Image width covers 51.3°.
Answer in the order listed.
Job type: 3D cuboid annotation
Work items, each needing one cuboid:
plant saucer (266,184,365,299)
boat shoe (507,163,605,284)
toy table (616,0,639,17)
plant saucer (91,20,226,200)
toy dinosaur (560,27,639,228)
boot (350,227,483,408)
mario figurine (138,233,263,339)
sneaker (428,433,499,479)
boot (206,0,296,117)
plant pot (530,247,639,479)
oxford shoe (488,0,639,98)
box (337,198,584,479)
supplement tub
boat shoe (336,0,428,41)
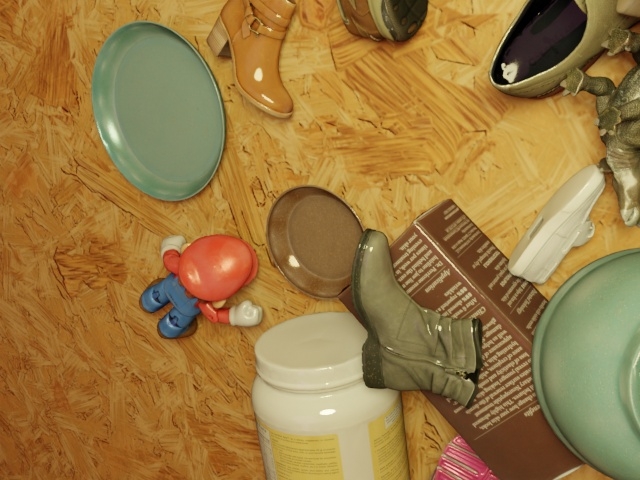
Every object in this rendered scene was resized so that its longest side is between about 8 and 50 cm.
[{"bbox_3d":[0.000,0.000,1.099,0.199,0.036,0.198,13,116,29],"label":"plant saucer"},{"bbox_3d":[0.319,-0.014,0.870,0.063,0.066,0.184,28,117,-3],"label":"boat shoe"},{"bbox_3d":[0.337,-0.326,0.565,0.252,0.161,0.274,24,108,-5],"label":"toy table"},{"bbox_3d":[-0.285,-0.229,1.193,0.318,0.044,0.317,13,116,29],"label":"plant saucer"},{"bbox_3d":[0.378,-0.174,0.733,0.313,0.160,0.121,-63,37,21],"label":"toy dinosaur"},{"bbox_3d":[0.133,0.099,0.866,0.161,0.083,0.246,3,115,25],"label":"boot"},{"bbox_3d":[-0.207,0.077,1.242,0.198,0.170,0.321,29,143,-22],"label":"mario figurine"},{"bbox_3d":[0.222,0.385,1.069,0.103,0.111,0.252,35,101,14],"label":"sneaker"},{"bbox_3d":[-0.078,-0.298,1.012,0.197,0.073,0.152,49,123,4],"label":"boot"},{"bbox_3d":[0.394,0.146,0.717,0.293,0.196,0.292,-1,85,8],"label":"plant pot"},{"bbox_3d":[0.318,-0.284,0.713,0.123,0.130,0.348,45,124,14],"label":"oxford shoe"},{"bbox_3d":[0.230,0.146,0.943,0.381,0.143,0.191,49,126,9],"label":"box"},{"bbox_3d":[0.018,0.307,1.081,0.241,0.241,0.331,4,110,33],"label":"supplement tub"},{"bbox_3d":[0.041,-0.410,0.845,0.120,0.123,0.323,8,120,42],"label":"boat shoe"}]
